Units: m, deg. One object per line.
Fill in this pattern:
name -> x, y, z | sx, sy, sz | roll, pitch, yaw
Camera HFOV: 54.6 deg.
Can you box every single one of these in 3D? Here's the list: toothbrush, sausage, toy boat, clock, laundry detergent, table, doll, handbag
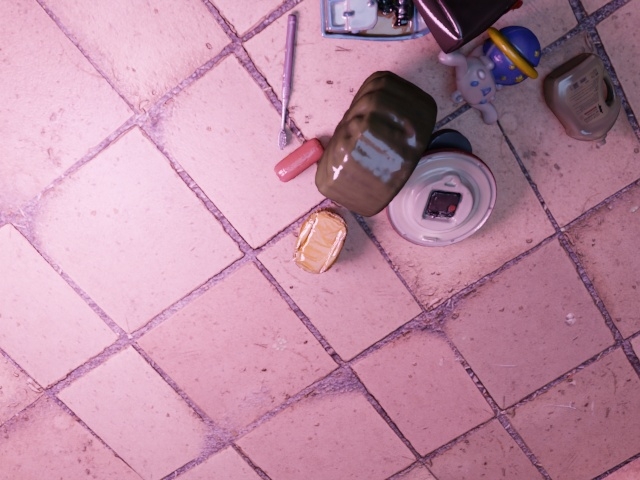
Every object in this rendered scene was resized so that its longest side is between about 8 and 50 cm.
toothbrush -> -0.089, -0.412, 1.644 | 0.024, 0.029, 0.354 | -1, 113, -19
sausage -> -0.058, -0.220, 1.709 | 0.154, 0.062, 0.062 | -35, 111, 9
toy boat -> 0.165, -0.571, 1.547 | 0.331, 0.133, 0.145 | -4, 111, -4
clock -> 0.340, -0.113, 1.750 | 0.318, 0.080, 0.319 | -1, 126, -1
laundry detergent -> 0.733, -0.372, 1.707 | 0.181, 0.091, 0.253 | -35, 111, 3
table -> 0.358, -0.246, 1.748 | 0.133, 0.043, 0.134 | -2, 113, -5
doll -> 0.427, -0.466, 1.599 | 0.311, 0.160, 0.242 | 16, 141, -41
handbag -> 0.336, -0.619, 1.479 | 0.285, 0.113, 0.257 | -40, 96, -15

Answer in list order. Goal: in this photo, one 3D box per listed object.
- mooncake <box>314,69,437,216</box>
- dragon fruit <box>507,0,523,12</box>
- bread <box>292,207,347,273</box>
mooncake -> 0.126, -0.246, 1.561 | 0.194, 0.356, 0.356 | 28, 107, -12
dragon fruit -> 0.470, -0.631, 1.588 | 0.126, 0.068, 0.112 | 2, 113, -5
bread -> 0.000, 0.000, 1.782 | 0.132, 0.114, 0.191 | 27, 99, -5
